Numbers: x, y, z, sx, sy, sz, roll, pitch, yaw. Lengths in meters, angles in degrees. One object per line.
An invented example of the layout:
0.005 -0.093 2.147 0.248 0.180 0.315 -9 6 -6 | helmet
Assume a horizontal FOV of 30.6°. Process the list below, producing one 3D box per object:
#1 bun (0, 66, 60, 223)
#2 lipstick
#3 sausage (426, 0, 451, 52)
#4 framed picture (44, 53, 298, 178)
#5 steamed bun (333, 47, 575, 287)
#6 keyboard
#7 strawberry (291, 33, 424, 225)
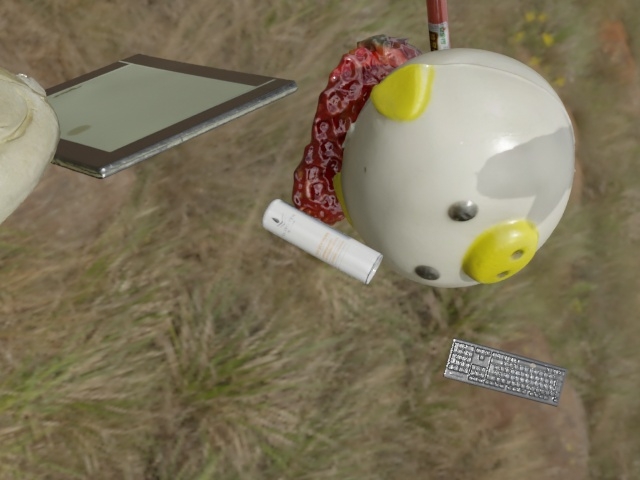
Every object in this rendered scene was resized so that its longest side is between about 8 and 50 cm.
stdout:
-0.306 -0.078 0.971 0.113 0.167 0.173 44 25 -35 | bun
0.000 0.000 1.321 0.141 0.040 0.040 28 36 12 | lipstick
0.181 -0.296 1.759 0.034 0.034 0.253 -61 147 -48 | sausage
-0.228 -0.153 1.344 0.265 0.347 0.016 -30 120 -32 | framed picture
0.194 -0.100 1.681 0.334 0.374 0.334 9 49 -11 | steamed bun
0.281 0.201 1.771 0.198 0.010 0.063 16 90 -17 | keyboard
0.076 -0.165 1.904 0.336 0.149 0.265 -65 169 -5 | strawberry
